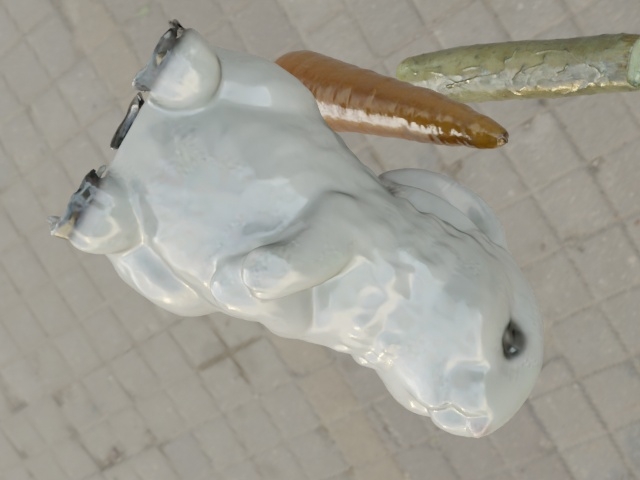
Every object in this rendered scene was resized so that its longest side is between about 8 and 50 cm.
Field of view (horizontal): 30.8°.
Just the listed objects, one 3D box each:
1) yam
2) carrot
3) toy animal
[{"bbox_3d":[0.244,-0.215,1.472,0.371,0.083,0.083,1,113,48],"label":"yam"},{"bbox_3d":[0.041,-0.116,0.966,0.336,0.069,0.069,20,124,52],"label":"carrot"},{"bbox_3d":[0.000,0.000,0.850,0.357,0.258,0.194,29,108,-9],"label":"toy animal"}]
